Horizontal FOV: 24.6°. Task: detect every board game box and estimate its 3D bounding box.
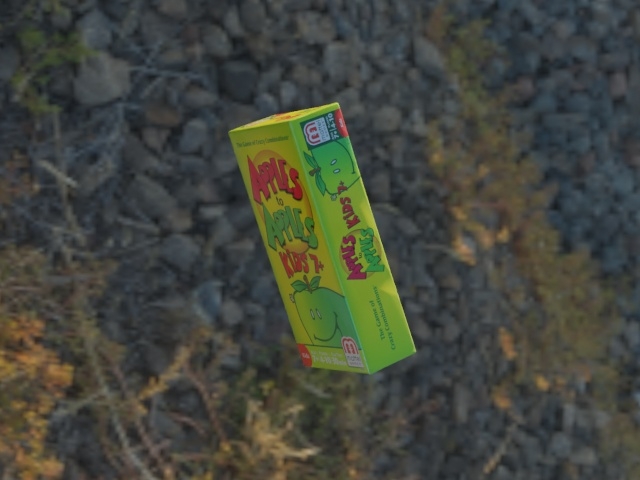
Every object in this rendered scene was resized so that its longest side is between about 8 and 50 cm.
[{"bbox_3d":[0.000,0.000,1.029,0.043,0.092,0.181,-23,100,-28],"label":"board game box"}]
